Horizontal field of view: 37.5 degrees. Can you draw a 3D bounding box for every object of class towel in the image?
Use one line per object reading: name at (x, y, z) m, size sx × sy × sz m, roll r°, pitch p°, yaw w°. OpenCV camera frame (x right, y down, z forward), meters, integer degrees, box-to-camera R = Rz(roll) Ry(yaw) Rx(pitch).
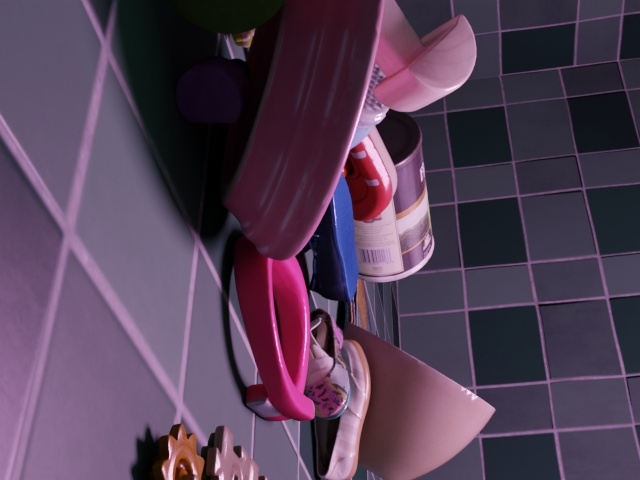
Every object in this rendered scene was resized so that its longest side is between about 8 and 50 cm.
towel at (0.078, 0.203, 1.990) m, size 0.370 × 0.040 × 0.272 m, roll -85°, pitch 168°, yaw -60°

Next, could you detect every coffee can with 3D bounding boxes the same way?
coffee can at (0.107, -0.086, 1.815) m, size 0.202 × 0.201 × 0.275 m, roll -87°, pitch 168°, yaw -47°

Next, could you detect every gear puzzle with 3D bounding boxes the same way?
gear puzzle at (-0.088, 0.265, 0.820) m, size 0.339 × 0.044 × 0.176 m, roll 68°, pitch 20°, yaw -53°

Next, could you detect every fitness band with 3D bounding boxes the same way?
fitness band at (-0.050, 0.105, 1.126) m, size 0.291 × 0.054 × 0.209 m, roll 64°, pitch 21°, yaw -70°

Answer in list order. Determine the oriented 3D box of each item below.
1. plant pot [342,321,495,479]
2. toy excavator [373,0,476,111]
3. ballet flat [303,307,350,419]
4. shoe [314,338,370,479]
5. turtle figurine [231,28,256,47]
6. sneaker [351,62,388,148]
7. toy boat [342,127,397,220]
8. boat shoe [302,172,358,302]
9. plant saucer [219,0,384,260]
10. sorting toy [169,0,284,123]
plant pot at (0.119, 0.289, 1.571) m, size 0.191 × 0.284 × 0.284 m, roll -58°, pitch 166°, yaw -5°
toy excavator at (0.029, -0.430, 1.150) m, size 0.222 × 0.432 × 0.445 m, roll -20°, pitch -133°, yaw 57°
ballet flat at (-0.003, 0.171, 1.377) m, size 0.079 × 0.076 × 0.221 m, roll 60°, pitch 13°, yaw -23°
shoe at (0.029, 0.259, 1.445) m, size 0.058 × 0.076 × 0.219 m, roll 12°, pitch 79°, yaw -43°
turtle figurine at (-0.061, -0.310, 1.218) m, size 0.217 × 0.087 × 0.270 m, roll 75°, pitch 12°, yaw -47°
sneaker at (-0.012, -0.289, 1.405) m, size 0.150 × 0.135 × 0.366 m, roll -49°, pitch -135°, yaw 46°
toy boat at (0.022, -0.117, 1.548) m, size 0.151 × 0.151 × 0.231 m, roll -48°, pitch 130°, yaw -22°
boat shoe at (0.000, 0.000, 1.447) m, size 0.109 × 0.089 × 0.258 m, roll -63°, pitch 154°, yaw -51°
plant saucer at (-0.031, -0.148, 0.956) m, size 0.332 × 0.084 × 0.332 m, roll -165°, pitch -90°, yaw -77°
sorting toy at (-0.070, -0.289, 0.856) m, size 0.126 × 0.127 × 0.366 m, roll -64°, pitch 165°, yaw -60°
